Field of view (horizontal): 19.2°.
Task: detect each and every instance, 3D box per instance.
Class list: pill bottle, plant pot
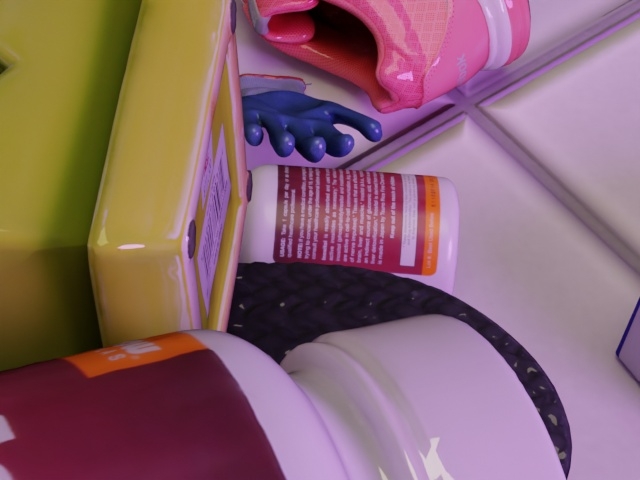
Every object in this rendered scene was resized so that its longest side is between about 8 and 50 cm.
[{"bbox_3d":[0.000,0.000,1.091,0.152,0.086,0.086,5,52,-4],"label":"pill bottle"},{"bbox_3d":[-0.107,0.160,0.743,0.392,0.224,0.224,-12,55,-22],"label":"pill bottle"},{"bbox_3d":[-0.147,-0.017,0.906,0.207,0.227,0.228,4,52,5],"label":"plant pot"}]

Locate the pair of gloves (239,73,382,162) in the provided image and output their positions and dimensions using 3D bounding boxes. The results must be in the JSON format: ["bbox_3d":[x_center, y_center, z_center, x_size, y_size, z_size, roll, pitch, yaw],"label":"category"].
[{"bbox_3d":[-0.065,-0.075,1.137,0.198,0.023,0.159,3,18,-11],"label":"pair of gloves"}]

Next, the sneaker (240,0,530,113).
[{"bbox_3d":[-0.016,-0.197,1.225,0.314,0.116,0.136,39,59,21],"label":"sneaker"}]

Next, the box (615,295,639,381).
[{"bbox_3d":[0.252,0.026,1.076,0.137,0.126,0.072,-28,62,-26],"label":"box"}]

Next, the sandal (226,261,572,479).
[{"bbox_3d":[-0.088,0.099,1.009,0.446,0.107,0.167,2,52,11],"label":"sandal"}]
